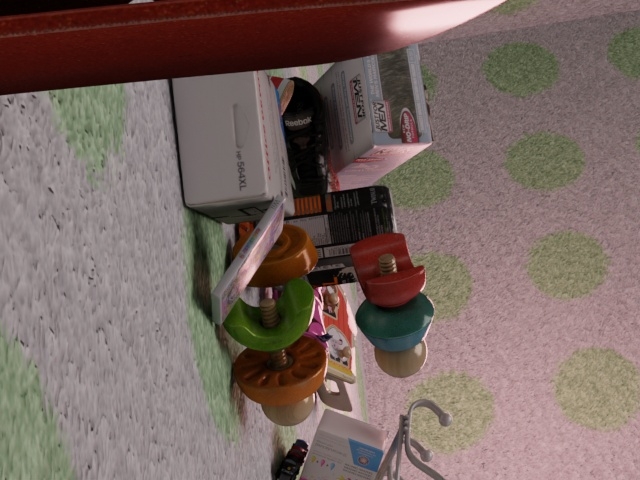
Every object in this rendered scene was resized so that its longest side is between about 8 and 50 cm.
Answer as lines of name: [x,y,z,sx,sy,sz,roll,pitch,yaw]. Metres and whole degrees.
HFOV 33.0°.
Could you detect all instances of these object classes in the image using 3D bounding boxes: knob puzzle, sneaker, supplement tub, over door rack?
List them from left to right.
sneaker: [-0.091,-0.188,1.539,0.118,0.067,0.042,-62,162,-23]
sneaker: [-0.029,-0.152,1.808,0.135,0.097,0.276,63,17,-75]
supplement tub: [0.000,0.000,1.331,0.117,0.190,0.117,-8,90,-88]
knob puzzle: [0.008,0.113,1.706,0.213,0.030,0.213,34,46,-45]
over door rack: [0.094,0.398,1.378,0.239,0.108,0.324,105,6,-52]

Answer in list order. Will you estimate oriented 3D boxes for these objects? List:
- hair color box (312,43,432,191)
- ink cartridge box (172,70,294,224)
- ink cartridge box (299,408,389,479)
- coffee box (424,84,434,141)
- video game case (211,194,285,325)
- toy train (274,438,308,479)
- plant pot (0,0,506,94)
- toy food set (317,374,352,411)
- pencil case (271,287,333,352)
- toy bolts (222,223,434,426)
hair color box: [0.057,-0.202,1.910,0.374,0.113,0.185,148,-64,-67]
ink cartridge box: [-0.087,-0.101,1.125,0.203,0.086,0.148,37,46,-82]
ink cartridge box: [0.021,0.308,1.393,0.090,0.092,0.143,-47,155,-80]
coffee box: [0.089,-0.222,2.210,0.297,0.168,0.119,162,-79,-68]
video game case: [-0.071,0.020,1.068,0.122,0.011,0.087,-58,172,-21]
toy train: [-0.035,0.282,1.389,0.158,0.027,0.036,7,104,-86]
plant pot: [-0.085,-0.182,0.451,0.236,0.267,0.267,133,-50,-80]
toy food set: [0.015,0.120,1.884,0.220,0.092,0.306,73,11,-60]
pencil case: [-0.035,0.066,1.457,0.098,0.095,0.209,54,22,-45]
toy bolts: [0.011,0.089,1.208,0.218,0.228,0.158,-105,-177,-60]
